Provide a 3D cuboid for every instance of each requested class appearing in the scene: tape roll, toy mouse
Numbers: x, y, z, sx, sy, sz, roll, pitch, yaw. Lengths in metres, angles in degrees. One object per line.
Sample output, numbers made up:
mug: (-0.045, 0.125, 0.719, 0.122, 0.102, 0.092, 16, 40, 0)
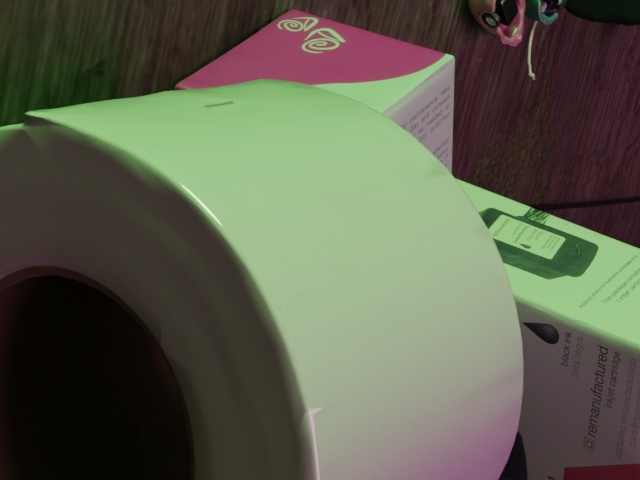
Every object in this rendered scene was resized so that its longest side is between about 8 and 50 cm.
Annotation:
tape roll: (-0.057, 0.060, 0.678, 0.169, 0.246, 0.246, -16, 122, -55)
toy mouse: (0.137, -0.176, 1.072, 0.161, 0.031, 0.143, -43, 142, -38)

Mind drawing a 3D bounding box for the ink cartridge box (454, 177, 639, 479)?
ink cartridge box: (0.130, 0.076, 1.016, 0.100, 0.237, 0.172, -35, 137, -42)

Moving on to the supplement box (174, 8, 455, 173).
supplement box: (0.000, 0.000, 0.873, 0.114, 0.111, 0.220, -41, 141, -41)

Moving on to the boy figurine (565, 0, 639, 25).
boy figurine: (0.288, -0.235, 1.232, 0.285, 0.092, 0.177, -22, 125, -49)
